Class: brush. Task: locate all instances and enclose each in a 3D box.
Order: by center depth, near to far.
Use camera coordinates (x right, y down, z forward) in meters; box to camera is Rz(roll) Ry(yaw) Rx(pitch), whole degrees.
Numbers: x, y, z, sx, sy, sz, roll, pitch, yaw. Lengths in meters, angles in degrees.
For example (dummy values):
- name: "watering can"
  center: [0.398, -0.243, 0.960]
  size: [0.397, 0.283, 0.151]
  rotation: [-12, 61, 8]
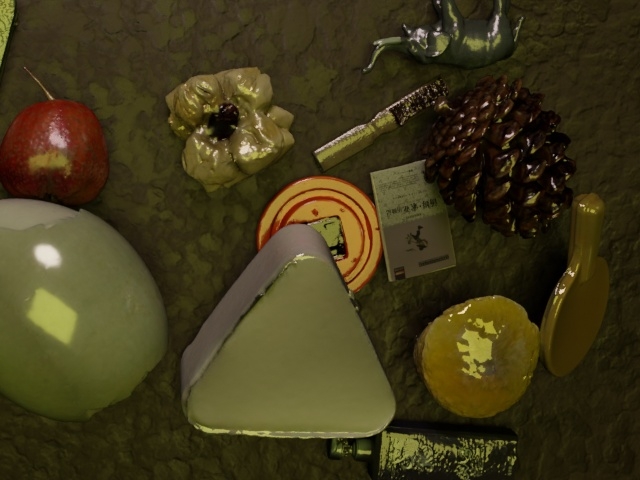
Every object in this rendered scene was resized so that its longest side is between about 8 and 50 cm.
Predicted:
- name: "brush"
  center: [0.100, -0.186, 1.664]
  size: [0.248, 0.036, 0.043]
  rotation: [-31, 95, -4]

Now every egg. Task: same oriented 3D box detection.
- name: "egg"
  center: [-0.387, 0.084, 1.497]
  size: [0.278, 0.278, 0.336]
  rotation: [-36, 102, -3]

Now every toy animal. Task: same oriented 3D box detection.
- name: "toy animal"
  center: [0.193, -0.334, 1.638]
  size: [0.269, 0.082, 0.137]
  rotation: [-4, 96, -9]

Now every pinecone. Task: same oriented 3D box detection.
- name: "pinecone"
  center: [0.276, -0.125, 1.608]
  size: [0.224, 0.224, 0.272]
  rotation: [-45, 104, -2]

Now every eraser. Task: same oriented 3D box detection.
- name: "eraser"
  center: [-0.074, 0.176, 1.600]
  size: [0.331, 0.150, 0.331]
  rotation: [-4, 111, -9]

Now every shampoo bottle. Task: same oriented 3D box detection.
- name: "shampoo bottle"
  center: [0.164, 0.349, 1.713]
  size: [0.309, 0.071, 0.098]
  rotation: [5, 98, -7]

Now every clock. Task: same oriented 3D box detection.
- name: "clock"
  center: [0.000, 0.000, 1.661]
  size: [0.205, 0.051, 0.205]
  rotation: [-1, 96, -10]

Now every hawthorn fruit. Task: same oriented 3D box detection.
- name: "hawthorn fruit"
  center: [-0.391, -0.153, 1.550]
  size: [0.162, 0.162, 0.204]
  rotation: [6, 77, -9]

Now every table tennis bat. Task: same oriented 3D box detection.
- name: "table tennis bat"
  center: [0.411, 0.073, 1.656]
  size: [0.198, 0.050, 0.321]
  rotation: [-30, 129, -39]

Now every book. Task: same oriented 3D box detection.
- name: "book"
  center: [0.149, -0.033, 1.681]
  size: [0.127, 0.014, 0.182]
  rotation: [-14, 98, -24]

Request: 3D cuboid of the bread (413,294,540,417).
- name: "bread"
  center: [0.242, 0.177, 1.654]
  size: [0.197, 0.170, 0.197]
  rotation: [-1, 93, -9]

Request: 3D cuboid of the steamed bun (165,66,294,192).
- name: "steamed bun"
  center: [-0.130, -0.172, 1.595]
  size: [0.192, 0.106, 0.178]
  rotation: [-16, 99, -8]

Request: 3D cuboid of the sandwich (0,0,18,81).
- name: "sandwich"
  center: [-0.536, -0.230, 1.555]
  size: [0.244, 0.063, 0.212]
  rotation: [-19, 102, -6]
